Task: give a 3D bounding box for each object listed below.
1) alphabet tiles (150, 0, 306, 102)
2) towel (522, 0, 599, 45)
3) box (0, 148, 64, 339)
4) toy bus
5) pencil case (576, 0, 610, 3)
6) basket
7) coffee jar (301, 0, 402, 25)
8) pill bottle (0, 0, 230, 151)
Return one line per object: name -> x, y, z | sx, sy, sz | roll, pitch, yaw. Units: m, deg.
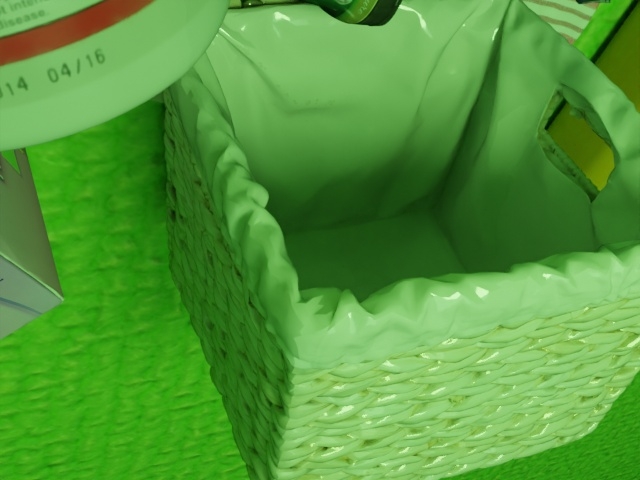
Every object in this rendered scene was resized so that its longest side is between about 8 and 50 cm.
alphabet tiles -> -0.095, -0.221, 0.609 | 0.278, 0.021, 0.284 | 8, 132, -41
towel -> 0.186, -0.183, 0.828 | 0.144, 0.029, 0.197 | -1, 137, -32
box -> -0.322, -0.003, 0.570 | 0.243, 0.213, 0.117 | -31, 144, 5
toy bus -> 0.343, -0.135, 0.918 | 0.130, 0.108, 0.333 | 1, 136, -32
pencil case -> 0.137, -0.285, 0.595 | 0.133, 0.119, 0.306 | -29, 147, 29
basket -> 0.058, 0.001, 0.675 | 0.331, 0.328, 0.266 | -9, 137, -22
coffee jar -> -0.014, -0.209, 0.591 | 0.184, 0.079, 0.096 | 4, 126, -37
pill bottle -> -0.178, -0.251, 0.327 | 0.229, 0.229, 0.408 | -20, 138, -10
